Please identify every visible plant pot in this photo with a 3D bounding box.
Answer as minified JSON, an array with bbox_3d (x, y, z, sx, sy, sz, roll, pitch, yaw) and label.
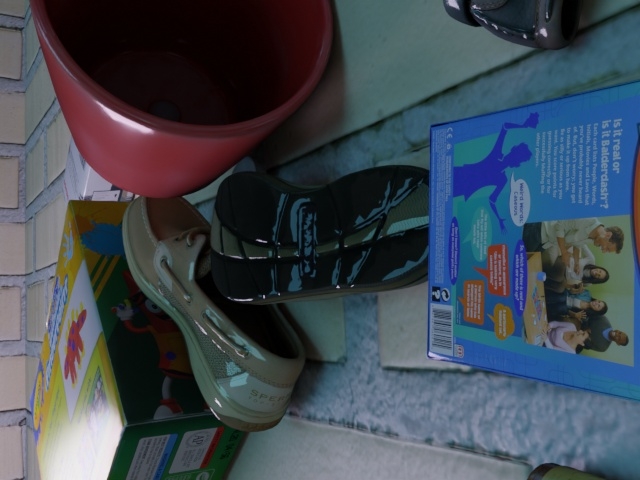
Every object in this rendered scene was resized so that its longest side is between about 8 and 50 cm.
[{"bbox_3d":[-0.150,-0.176,0.710,0.243,0.274,0.275,136,128,-62],"label":"plant pot"}]

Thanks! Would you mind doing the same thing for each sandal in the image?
[{"bbox_3d":[0.001,0.001,0.605,0.302,0.086,0.120,2,86,44],"label":"sandal"}]

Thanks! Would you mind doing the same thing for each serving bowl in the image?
[{"bbox_3d":[-0.079,-0.050,0.777,0.083,0.027,0.083,-32,52,52],"label":"serving bowl"}]

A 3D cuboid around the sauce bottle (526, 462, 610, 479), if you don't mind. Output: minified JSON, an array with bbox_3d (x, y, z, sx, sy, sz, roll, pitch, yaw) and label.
[{"bbox_3d":[0.164,0.149,0.358,0.128,0.042,0.042,-5,85,60],"label":"sauce bottle"}]

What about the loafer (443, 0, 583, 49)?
[{"bbox_3d":[0.146,-0.234,0.366,0.084,0.096,0.268,39,134,31],"label":"loafer"}]

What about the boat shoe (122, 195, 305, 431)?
[{"bbox_3d":[-0.115,0.041,0.767,0.341,0.121,0.110,51,128,33],"label":"boat shoe"}]

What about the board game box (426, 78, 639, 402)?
[{"bbox_3d":[0.144,0.001,0.390,0.210,0.047,0.160,1,90,60],"label":"board game box"}]

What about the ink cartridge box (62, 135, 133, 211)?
[{"bbox_3d":[-0.390,-0.134,1.241,0.160,0.092,0.220,61,139,40],"label":"ink cartridge box"}]

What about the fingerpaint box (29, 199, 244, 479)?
[{"bbox_3d":[-0.277,0.228,0.977,0.371,0.163,0.445,59,136,40],"label":"fingerpaint box"}]
